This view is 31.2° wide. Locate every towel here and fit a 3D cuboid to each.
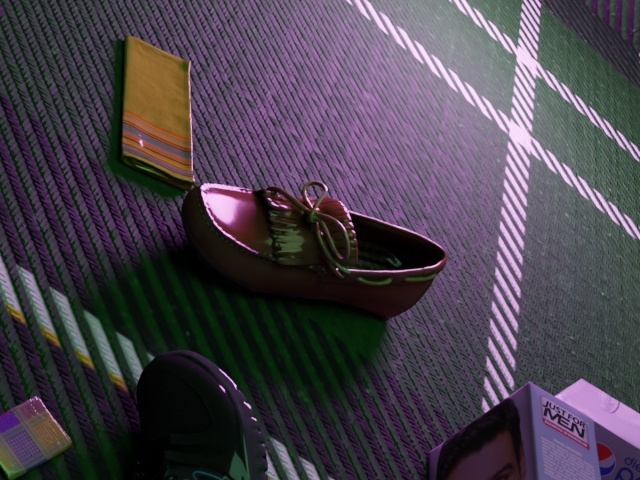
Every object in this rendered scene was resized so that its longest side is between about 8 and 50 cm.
[{"bbox_3d":[-0.273,0.183,1.060,0.060,0.009,0.083,52,35,6],"label":"towel"},{"bbox_3d":[-0.208,-0.169,1.470,0.102,0.021,0.237,24,40,-31],"label":"towel"}]

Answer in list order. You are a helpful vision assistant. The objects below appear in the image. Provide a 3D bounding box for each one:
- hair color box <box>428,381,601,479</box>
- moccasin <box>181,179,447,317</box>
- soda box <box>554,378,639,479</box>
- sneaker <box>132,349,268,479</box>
[{"bbox_3d":[0.216,0.362,1.254,0.114,0.185,0.374,31,37,-21],"label":"hair color box"},{"bbox_3d":[0.000,0.002,1.411,0.380,0.147,0.139,21,42,-33],"label":"moccasin"},{"bbox_3d":[0.433,0.303,1.527,0.286,0.091,0.098,32,26,28],"label":"soda box"},{"bbox_3d":[-0.124,0.249,1.055,0.140,0.125,0.340,10,48,-40],"label":"sneaker"}]
